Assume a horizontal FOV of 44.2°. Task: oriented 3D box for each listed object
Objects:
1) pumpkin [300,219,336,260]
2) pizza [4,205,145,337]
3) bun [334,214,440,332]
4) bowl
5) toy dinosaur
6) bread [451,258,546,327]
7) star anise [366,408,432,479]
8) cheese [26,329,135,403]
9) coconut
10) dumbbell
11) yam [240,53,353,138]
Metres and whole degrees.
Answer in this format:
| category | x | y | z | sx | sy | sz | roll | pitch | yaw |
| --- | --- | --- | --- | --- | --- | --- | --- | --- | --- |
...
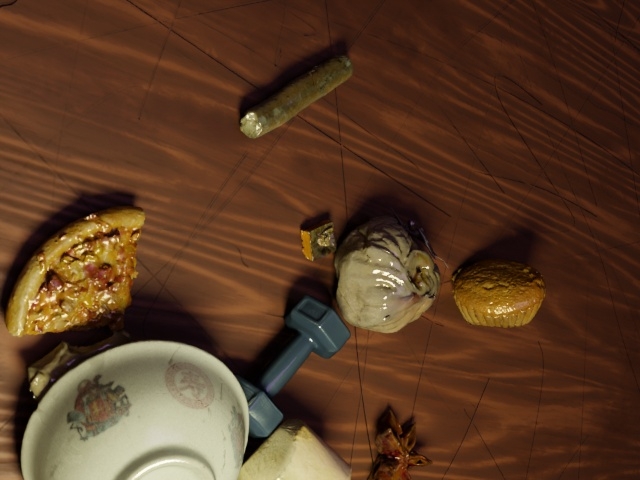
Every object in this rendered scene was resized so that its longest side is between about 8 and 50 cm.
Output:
| category | x | y | z | sx | sy | sz | roll | pitch | yaw |
| --- | --- | --- | --- | --- | --- | --- | --- | --- | --- |
| pumpkin | 0.000 | 0.000 | 1.802 | 0.083 | 0.053 | 0.074 | -25 | 111 | -38 |
| pizza | -0.431 | 0.077 | 1.477 | 0.335 | 0.086 | 0.226 | -47 | 117 | -27 |
| bun | 0.161 | 0.091 | 1.830 | 0.281 | 0.204 | 0.282 | -3 | 95 | -34 |
| bowl | -0.301 | 0.413 | 1.412 | 0.434 | 0.196 | 0.435 | -9 | 112 | -22 |
| toy dinosaur | 0.247 | -0.009 | 1.949 | 0.220 | 0.108 | 0.032 | 41 | 100 | -16 |
| bread | 0.464 | 0.142 | 2.041 | 0.239 | 0.240 | 0.139 | -28 | 120 | -32 |
| star anise | 0.181 | 0.521 | 1.926 | 0.212 | 0.111 | 0.196 | -25 | 112 | -40 |
| cheese | -0.428 | 0.250 | 1.467 | 0.202 | 0.091 | 0.175 | -36 | 117 | -20 |
| coconut | -0.047 | 0.523 | 1.650 | 0.244 | 0.239 | 0.239 | 44 | 64 | 7 |
| dumbbell | -0.081 | 0.272 | 1.702 | 0.143 | 0.156 | 0.316 | 41 | 65 | 3 |
| yam | -0.049 | -0.321 | 1.742 | 0.317 | 0.067 | 0.071 | -38 | 99 | -30 |
